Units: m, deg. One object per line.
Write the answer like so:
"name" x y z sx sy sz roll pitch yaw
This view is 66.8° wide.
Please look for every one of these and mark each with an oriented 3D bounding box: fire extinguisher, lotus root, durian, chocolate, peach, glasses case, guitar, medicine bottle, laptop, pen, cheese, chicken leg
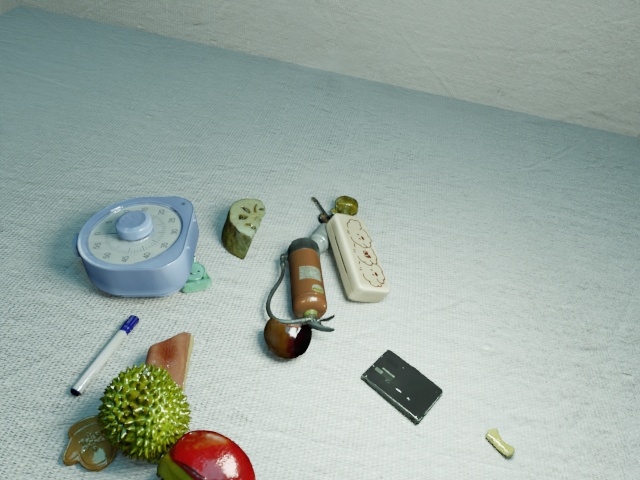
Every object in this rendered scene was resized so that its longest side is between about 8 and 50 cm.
"fire extinguisher" -0.072 0.163 1.593 0.200 0.113 0.376 -20 42 8
"lotus root" -0.281 -0.055 1.761 0.138 0.119 0.235 15 42 -6
"durian" -0.425 0.412 1.170 0.200 0.176 0.237 -37 70 -19
"chocolate" -0.105 0.281 1.433 0.133 0.124 0.127 3 33 40
"peach" -0.227 0.534 1.085 0.267 0.154 0.159 35 45 25
"glasses case" 0.127 0.057 1.708 0.144 0.076 0.336 8 47 -32
"guitar" 0.014 -0.105 1.962 0.088 0.025 0.233 -10 45 -24
"medicine bottle" 0.000 0.000 1.797 0.080 0.080 0.130 24 43 13
"laptop" 0.242 0.420 1.425 0.207 0.026 0.154 36 47 25
"pen" -0.590 0.311 1.340 0.033 0.033 0.269 18 42 7
"cheese" 0.494 0.555 1.332 0.044 0.030 0.083 -27 48 -29
"chicken leg" 0.096 -0.119 1.929 0.103 0.088 0.228 31 28 -4

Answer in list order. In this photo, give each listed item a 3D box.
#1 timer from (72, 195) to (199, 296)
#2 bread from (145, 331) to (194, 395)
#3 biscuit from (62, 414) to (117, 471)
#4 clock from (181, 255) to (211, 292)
"timer" -0.594 0.002 1.552 0.395 0.173 0.395 1 42 -1
"bread" -0.416 0.332 1.330 0.119 0.067 0.192 12 41 -12
"biscuit" -0.553 0.488 1.156 0.140 0.023 0.118 38 46 25
"clock" -0.422 0.110 1.599 0.101 0.041 0.135 -12 47 -25
